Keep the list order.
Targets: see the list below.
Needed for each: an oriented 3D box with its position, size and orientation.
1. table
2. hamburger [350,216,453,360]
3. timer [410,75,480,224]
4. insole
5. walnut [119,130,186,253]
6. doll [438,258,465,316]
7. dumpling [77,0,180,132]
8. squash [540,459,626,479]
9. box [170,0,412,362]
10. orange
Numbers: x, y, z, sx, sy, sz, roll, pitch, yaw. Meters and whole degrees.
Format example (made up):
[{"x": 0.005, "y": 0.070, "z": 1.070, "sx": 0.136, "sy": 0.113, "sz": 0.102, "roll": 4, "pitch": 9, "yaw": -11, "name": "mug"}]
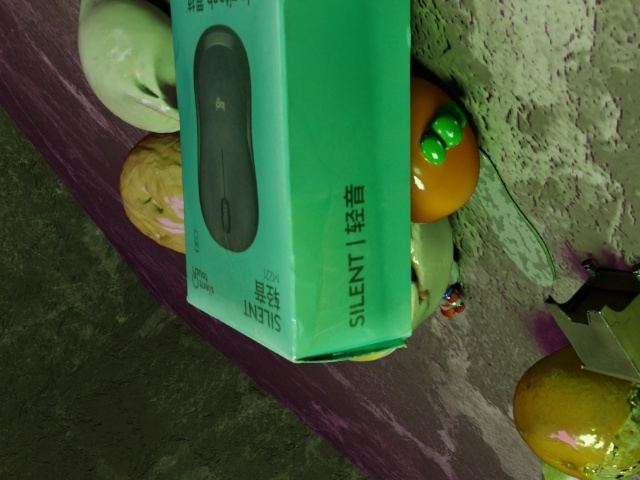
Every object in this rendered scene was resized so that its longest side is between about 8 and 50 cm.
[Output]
[{"x": 0.254, "y": 0.065, "z": 0.738, "sx": 0.082, "sy": 0.070, "sz": 0.083, "roll": 53, "pitch": 163, "yaw": -18, "name": "table"}, {"x": 0.000, "y": 0.000, "z": 0.917, "sx": 0.295, "sy": 0.151, "sz": 0.227, "roll": 24, "pitch": 118, "yaw": 41, "name": "hamburger"}, {"x": 0.081, "y": -0.078, "z": 0.732, "sx": 0.136, "sy": 0.099, "sz": 0.136, "roll": 42, "pitch": 164, "yaw": 15, "name": "timer"}, {"x": 0.175, "y": -0.022, "z": 0.818, "sx": 0.065, "sy": 0.006, "sz": 0.193, "roll": 20, "pitch": 151, "yaw": 56, "name": "insole"}, {"x": -0.188, "y": -0.075, "z": 1.271, "sx": 0.226, "sy": 0.193, "sz": 0.193, "roll": 17, "pitch": 151, "yaw": 38, "name": "walnut"}, {"x": 0.121, "y": 0.035, "z": 1.006, "sx": 0.104, "sy": 0.062, "sz": 0.194, "roll": 47, "pitch": 176, "yaw": 36, "name": "doll"}, {"x": -0.215, "y": -0.218, "z": 1.079, "sx": 0.252, "sy": 0.131, "sz": 0.179, "roll": 50, "pitch": -171, "yaw": 19, "name": "dumpling"}, {"x": 0.333, "y": 0.250, "z": 1.015, "sx": 0.105, "sy": 0.105, "sz": 0.132, "roll": 40, "pitch": 145, "yaw": 12, "name": "squash"}, {"x": -0.029, "y": -0.075, "z": 0.703, "sx": 0.205, "sy": 0.118, "sz": 0.311, "roll": 21, "pitch": 116, "yaw": 58, "name": "box"}, {"x": 0.272, "y": 0.172, "z": 0.870, "sx": 0.157, "sy": 0.134, "sz": 0.156, "roll": 19, "pitch": 167, "yaw": 5, "name": "orange"}]
